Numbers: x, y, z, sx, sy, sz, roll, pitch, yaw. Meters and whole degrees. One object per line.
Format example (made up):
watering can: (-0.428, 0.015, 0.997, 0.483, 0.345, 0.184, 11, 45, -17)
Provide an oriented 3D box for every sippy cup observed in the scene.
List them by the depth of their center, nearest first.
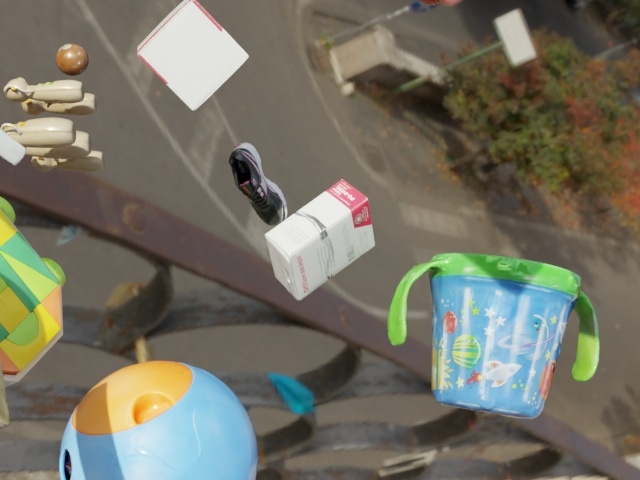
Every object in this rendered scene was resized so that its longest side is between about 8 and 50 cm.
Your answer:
sippy cup: (0.266, 0.150, 1.536, 0.240, 0.306, 0.224, 39, 60, -71)

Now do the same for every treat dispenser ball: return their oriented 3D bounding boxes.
treat dispenser ball: (-0.236, 0.320, 1.484, 0.288, 0.288, 0.288, 40, 39, -43)

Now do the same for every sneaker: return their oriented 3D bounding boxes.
sneaker: (-0.135, -0.103, 2.009, 0.178, 0.072, 0.077, 58, 24, -7)

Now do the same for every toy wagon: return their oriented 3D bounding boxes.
toy wagon: (-0.503, 0.038, 1.384, 0.344, 0.068, 0.267, 56, 37, -17)

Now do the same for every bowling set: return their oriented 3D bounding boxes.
bowling set: (-0.462, -0.224, 1.695, 0.287, 0.154, 0.199, 92, -3, -80)

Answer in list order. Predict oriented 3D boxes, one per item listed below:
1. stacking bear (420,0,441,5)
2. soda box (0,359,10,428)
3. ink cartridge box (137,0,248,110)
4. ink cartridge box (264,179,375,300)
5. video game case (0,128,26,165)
stacking bear: (0.197, -0.455, 1.317, 0.164, 0.289, 0.175, 17, 70, -30)
soda box: (-0.356, 0.103, 0.995, 0.061, 0.058, 0.181, 71, -1, -58)
ink cartridge box: (-0.211, -0.307, 1.643, 0.128, 0.127, 0.176, 44, 3, -18)
ink cartridge box: (0.000, 0.000, 1.465, 0.063, 0.150, 0.109, 41, -24, 34)
video game case: (-0.427, -0.175, 1.040, 0.026, 0.227, 0.206, -53, 137, -7)
